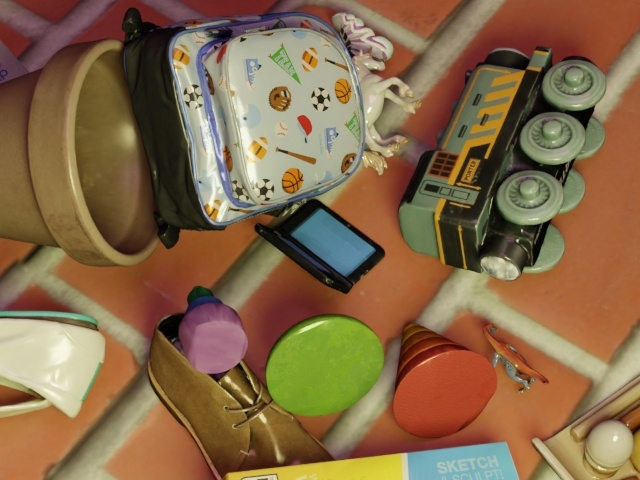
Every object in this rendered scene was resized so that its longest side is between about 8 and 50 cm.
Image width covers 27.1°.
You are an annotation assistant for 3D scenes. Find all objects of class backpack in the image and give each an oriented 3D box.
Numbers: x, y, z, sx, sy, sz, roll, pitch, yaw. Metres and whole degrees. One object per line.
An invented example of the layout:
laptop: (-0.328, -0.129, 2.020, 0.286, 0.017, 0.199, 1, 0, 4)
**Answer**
backpack: (-0.070, -0.151, 1.541, 0.213, 0.276, 0.263, 5, 19, 43)

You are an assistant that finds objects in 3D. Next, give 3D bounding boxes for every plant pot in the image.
plant pot: (-0.325, -0.091, 1.546, 0.229, 0.263, 0.263, -5, 57, 18)

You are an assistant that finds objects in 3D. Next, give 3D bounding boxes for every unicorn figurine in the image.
unicorn figurine: (0.069, -0.172, 1.661, 0.111, 0.060, 0.162, 21, 79, 26)

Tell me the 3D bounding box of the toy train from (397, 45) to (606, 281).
toy train: (0.225, -0.102, 1.599, 0.190, 0.142, 0.334, 14, 59, 20)

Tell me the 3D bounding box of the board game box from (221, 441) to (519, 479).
board game box: (0.073, 0.332, 1.310, 0.316, 0.064, 0.242, -3, 57, -23)

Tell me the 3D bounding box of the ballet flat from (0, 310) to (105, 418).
ballet flat: (-0.441, 0.132, 1.466, 0.400, 0.139, 0.139, 5, 58, 2)

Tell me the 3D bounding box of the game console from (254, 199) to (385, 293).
game console: (0.000, 0.000, 1.570, 0.122, 0.107, 0.071, 37, 93, 21)

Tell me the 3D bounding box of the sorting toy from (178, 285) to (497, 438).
sorting toy: (0.012, 0.108, 1.432, 0.365, 0.127, 0.126, 14, 27, -25)

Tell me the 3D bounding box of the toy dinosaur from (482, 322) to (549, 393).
toy dinosaur: (0.215, 0.127, 1.493, 0.047, 0.090, 0.082, -35, 95, -36)

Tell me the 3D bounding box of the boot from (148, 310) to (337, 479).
boot: (-0.079, 0.197, 1.422, 0.112, 0.115, 0.305, -39, 68, -25)

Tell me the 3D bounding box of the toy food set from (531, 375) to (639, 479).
toy food set: (0.408, 0.218, 1.418, 0.306, 0.092, 0.220, -31, 63, -17)

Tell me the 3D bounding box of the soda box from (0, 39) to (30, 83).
soda box: (-0.495, -0.139, 1.643, 0.286, 0.091, 0.098, -34, 64, -19)

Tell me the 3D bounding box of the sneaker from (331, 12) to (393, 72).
sneaker: (0.039, -0.255, 1.744, 0.098, 0.038, 0.069, 34, 64, 20)
